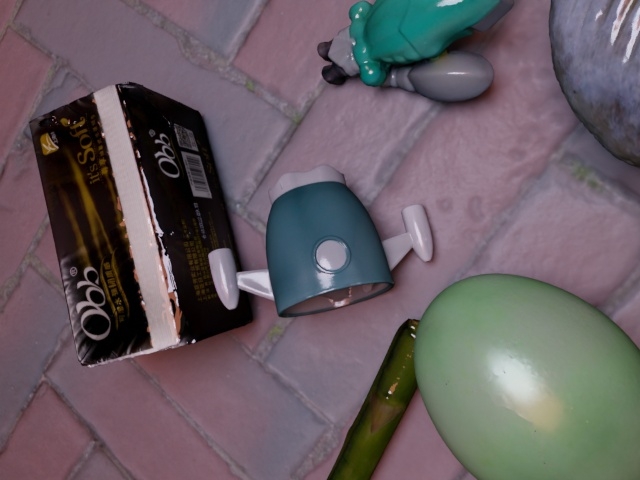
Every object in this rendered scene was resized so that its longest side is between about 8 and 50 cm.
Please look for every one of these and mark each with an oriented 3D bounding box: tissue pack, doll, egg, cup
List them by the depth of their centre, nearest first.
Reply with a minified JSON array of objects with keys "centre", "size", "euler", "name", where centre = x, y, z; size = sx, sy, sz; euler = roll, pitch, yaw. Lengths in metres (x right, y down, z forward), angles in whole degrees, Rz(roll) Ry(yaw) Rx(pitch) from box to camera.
[{"centre":[0.225,0.158,0.524],"size":[0.220,0.220,0.270],"euler":[-49,64,14],"name":"egg"},{"centre":[0.122,-0.289,0.622],"size":[0.258,0.153,0.195],"euler":[23,117,36],"name":"doll"},{"centre":[0.000,0.000,0.647],"size":[0.299,0.167,0.173],"euler":[-13,74,-6],"name":"cup"},{"centre":[-0.253,-0.025,0.714],"size":[0.198,0.210,0.371],"euler":[-17,83,23],"name":"tissue pack"}]

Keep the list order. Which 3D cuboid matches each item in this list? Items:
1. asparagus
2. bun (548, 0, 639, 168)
[{"centre":[0.084,0.236,0.660],"size":[0.059,0.067,0.278],"euler":[22,102,-8],"name":"asparagus"},{"centre":[0.410,-0.217,0.450],"size":[0.361,0.211,0.363],"euler":[-5,81,37],"name":"bun"}]
